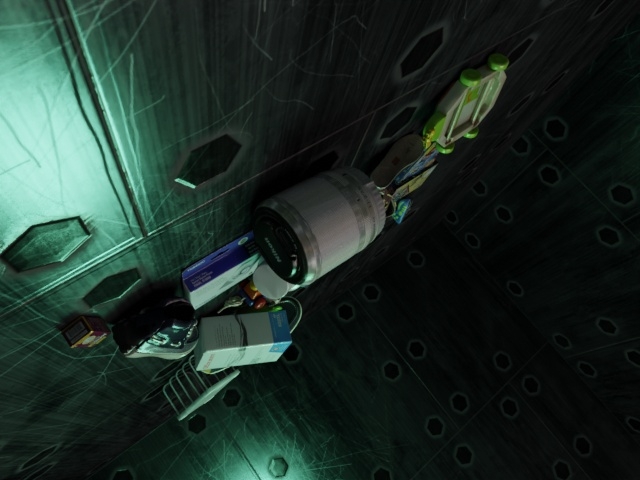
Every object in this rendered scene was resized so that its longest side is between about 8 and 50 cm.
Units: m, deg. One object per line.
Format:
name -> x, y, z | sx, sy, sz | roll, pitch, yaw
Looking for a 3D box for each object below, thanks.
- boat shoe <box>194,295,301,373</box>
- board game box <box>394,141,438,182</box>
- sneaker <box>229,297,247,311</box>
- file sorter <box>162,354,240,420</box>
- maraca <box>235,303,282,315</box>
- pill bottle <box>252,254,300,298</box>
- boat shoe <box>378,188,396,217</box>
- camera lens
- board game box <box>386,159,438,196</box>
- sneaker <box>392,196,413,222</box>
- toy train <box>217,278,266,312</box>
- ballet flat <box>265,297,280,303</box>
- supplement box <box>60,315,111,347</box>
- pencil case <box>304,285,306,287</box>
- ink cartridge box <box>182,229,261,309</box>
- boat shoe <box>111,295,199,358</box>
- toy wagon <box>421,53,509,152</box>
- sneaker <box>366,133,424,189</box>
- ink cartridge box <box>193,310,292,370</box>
boat shoe -> -0.278, 0.381, 1.948 | 0.500, 0.186, 0.156 | -26, 169, -28
board game box -> 0.346, -0.295, 1.588 | 0.194, 0.060, 0.194 | -26, 162, -49
sneaker -> -0.295, 0.233, 1.710 | 0.083, 0.031, 0.035 | -40, 167, 5
file sorter -> -0.532, 0.614, 2.063 | 0.277, 0.173, 0.193 | -46, 167, 31
maraca -> -0.240, 0.280, 1.821 | 0.186, 0.099, 0.127 | -13, 171, -2
pill bottle -> -0.085, 0.055, 1.294 | 0.136, 0.136, 0.245 | -47, -178, 33
boat shoe -> 0.196, -0.136, 1.636 | 0.116, 0.096, 0.324 | -41, 167, 11
camera lens -> -0.008, -0.038, 1.130 | 0.274, 0.219, 0.219 | -31, 165, -31
board game box -> 0.337, -0.223, 1.852 | 0.243, 0.042, 0.165 | -32, 166, -28
sneaker -> 0.395, -0.143, 2.244 | 0.078, 0.067, 0.188 | -26, 161, -22
toy train -> -0.207, 0.142, 1.492 | 0.248, 0.105, 0.143 | -28, 157, -40
ballet flat -> -0.187, 0.197, 1.772 | 0.086, 0.086, 0.248 | -37, 167, -7
supplement box -> -0.491, 0.193, 0.991 | 0.055, 0.043, 0.083 | -39, 168, -4
pencil case -> -0.060, 0.139, 1.966 | 0.070, 0.064, 0.151 | -50, 176, -36
ink cartridge box -> -0.259, 0.083, 1.251 | 0.223, 0.045, 0.224 | -33, 166, -24
boat shoe -> -0.369, 0.225, 1.231 | 0.158, 0.127, 0.340 | -29, 168, 7
toy wagon -> 0.400, -0.375, 1.354 | 0.344, 0.068, 0.267 | -33, 153, -24
sneaker -> 0.213, -0.235, 1.433 | 0.222, 0.083, 0.118 | -43, -172, -13
ink cartridge box -> -0.287, 0.361, 1.698 | 0.307, 0.129, 0.223 | -1, 151, -24
